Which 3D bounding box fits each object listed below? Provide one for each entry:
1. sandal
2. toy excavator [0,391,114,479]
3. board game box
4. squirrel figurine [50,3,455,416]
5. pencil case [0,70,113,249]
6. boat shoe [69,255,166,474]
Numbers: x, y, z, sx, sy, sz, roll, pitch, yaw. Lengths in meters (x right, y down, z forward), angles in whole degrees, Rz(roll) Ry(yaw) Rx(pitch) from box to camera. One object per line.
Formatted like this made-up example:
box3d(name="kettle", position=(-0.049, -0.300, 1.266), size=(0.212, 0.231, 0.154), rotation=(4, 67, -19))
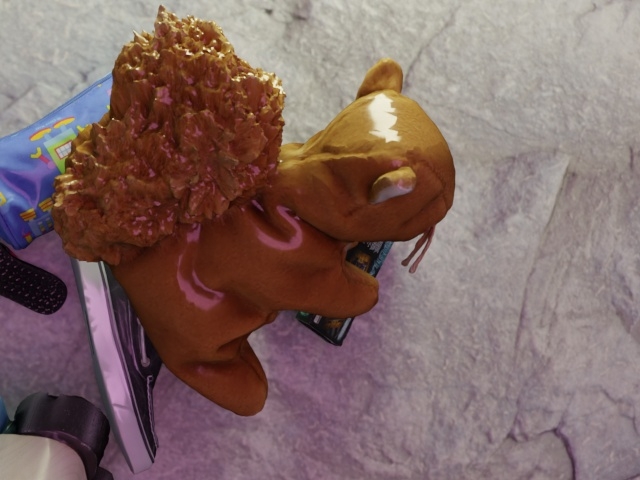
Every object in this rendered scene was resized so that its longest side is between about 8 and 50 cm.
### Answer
box3d(name="sandal", position=(-0.388, 0.034, 1.178), size=(0.179, 0.040, 0.067), rotation=(36, 84, -32))
box3d(name="toy excavator", position=(-0.459, 0.253, 1.010), size=(0.445, 0.433, 0.222), rotation=(6, 46, 0))
box3d(name="board game box", position=(0.039, 0.041, 1.300), size=(0.186, 0.026, 0.126), rotation=(-62, 153, -9))
box3d(name="squirrel figurine", position=(-0.063, -0.053, 1.044), size=(0.397, 0.370, 0.281), rotation=(38, 40, -32))
box3d(name="pencil case", position=(-0.273, -0.119, 1.170), size=(0.306, 0.119, 0.133), rotation=(-37, 105, -16))
box3d(name="boat shoe", position=(-0.228, 0.131, 1.205), size=(0.102, 0.108, 0.301), rotation=(-13, 88, -19))
